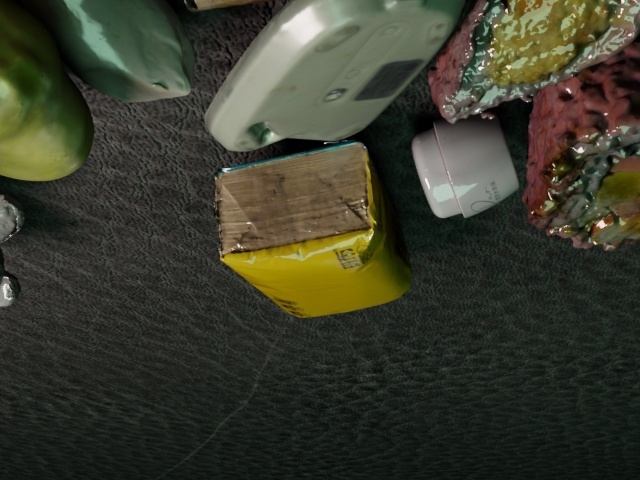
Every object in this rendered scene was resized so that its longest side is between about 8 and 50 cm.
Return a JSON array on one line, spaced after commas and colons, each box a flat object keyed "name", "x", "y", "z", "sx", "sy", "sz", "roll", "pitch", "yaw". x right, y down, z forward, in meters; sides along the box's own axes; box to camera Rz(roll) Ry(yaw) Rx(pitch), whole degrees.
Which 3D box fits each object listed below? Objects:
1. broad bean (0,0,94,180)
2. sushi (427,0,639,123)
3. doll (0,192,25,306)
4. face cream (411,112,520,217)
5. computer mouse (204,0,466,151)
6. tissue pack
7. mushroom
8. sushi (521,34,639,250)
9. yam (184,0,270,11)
[{"name": "broad bean", "x": -0.307, "y": -0.146, "z": 0.768, "sx": 0.238, "sy": 0.119, "sz": 0.291, "roll": 42, "pitch": 166, "yaw": -22}, {"name": "sushi", "x": 0.205, "y": -0.204, "z": 0.774, "sx": 0.161, "sy": 0.108, "sz": 0.241, "roll": 8, "pitch": 135, "yaw": -10}, {"name": "doll", "x": -0.471, "y": -0.046, "z": 1.037, "sx": 0.245, "sy": 0.158, "sz": 0.341, "roll": 6, "pitch": 121, "yaw": -1}, {"name": "face cream", "x": 0.165, "y": -0.086, "z": 0.978, "sx": 0.104, "sy": 0.117, "sz": 0.117, "roll": -17, "pitch": 146, "yaw": 13}, {"name": "computer mouse", "x": 0.004, "y": -0.174, "z": 0.814, "sx": 0.197, "sy": 0.095, "sz": 0.331, "roll": -14, "pitch": 168, "yaw": -29}, {"name": "tissue pack", "x": 0.000, "y": 0.000, "z": 1.063, "sx": 0.192, "sy": 0.134, "sz": 0.271, "roll": -9, "pitch": 161, "yaw": 12}, {"name": "mushroom", "x": -0.212, "y": -0.230, "z": 0.746, "sx": 0.118, "sy": 0.103, "sz": 0.270, "roll": -10, "pitch": 143, "yaw": 17}, {"name": "sushi", "x": 0.331, "y": -0.109, "z": 0.896, "sx": 0.236, "sy": 0.171, "sz": 0.270, "roll": -2, "pitch": 152, "yaw": 2}, {"name": "yam", "x": 0.001, "y": -0.248, "z": 0.769, "sx": 0.263, "sy": 0.046, "sz": 0.046, "roll": -7, "pitch": 149, "yaw": 11}]
